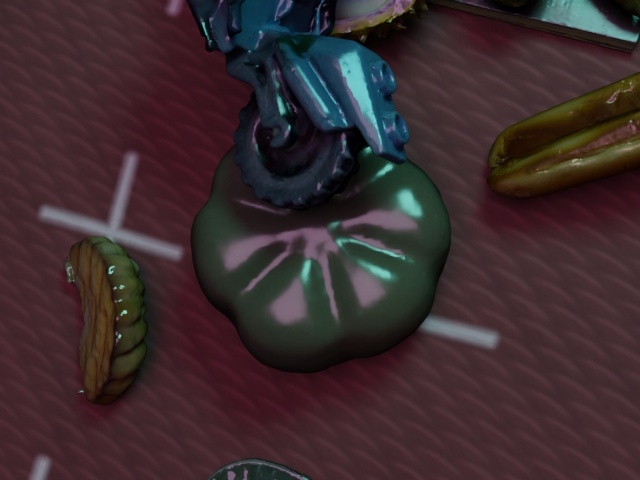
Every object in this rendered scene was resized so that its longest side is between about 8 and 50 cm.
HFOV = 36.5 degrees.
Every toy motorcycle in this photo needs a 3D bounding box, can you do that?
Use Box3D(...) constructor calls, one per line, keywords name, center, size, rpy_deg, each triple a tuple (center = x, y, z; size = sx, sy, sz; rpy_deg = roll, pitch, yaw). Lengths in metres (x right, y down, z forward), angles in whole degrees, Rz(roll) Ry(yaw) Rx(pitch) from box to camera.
Box3D(name="toy motorcycle", center=(-0.009, -0.244, 0.886), size=(0.232, 0.172, 0.416), rpy_deg=(-19, 73, 26))

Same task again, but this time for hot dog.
Box3D(name="hot dog", center=(0.280, -0.101, 0.943), size=(0.249, 0.068, 0.100), rpy_deg=(-21, 39, 26))

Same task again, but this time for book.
Box3D(name="book", center=(0.242, -0.302, 1.027), size=(0.228, 0.024, 0.160), rpy_deg=(17, 85, 13))

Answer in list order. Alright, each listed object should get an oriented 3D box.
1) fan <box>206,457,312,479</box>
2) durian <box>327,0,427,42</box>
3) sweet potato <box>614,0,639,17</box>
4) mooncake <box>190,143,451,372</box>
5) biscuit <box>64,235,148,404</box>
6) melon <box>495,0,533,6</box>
Box3D(name="fan", center=(-0.050, 0.380, 0.997), size=(0.223, 0.012, 0.294), rpy_deg=(9, 84, 10))
Box3D(name="durian", center=(0.002, -0.294, 1.037), size=(0.341, 0.112, 0.191), rpy_deg=(3, 92, 20))
Box3D(name="sweet potato", center=(0.320, -0.436, 0.978), size=(0.130, 0.130, 0.423), rpy_deg=(11, 83, 13))
Box3D(name="mooncake", center=(0.000, 0.000, 0.979), size=(0.275, 0.135, 0.275), rpy_deg=(-1, 80, 8))
Box3D(name="biscuit", center=(-0.221, 0.083, 1.043), size=(0.118, 0.061, 0.183), rpy_deg=(-17, 75, 51))
Box3D(name="melon", center=(0.199, -0.314, 0.974), size=(0.099, 0.099, 0.162), rpy_deg=(6, 85, 12))
